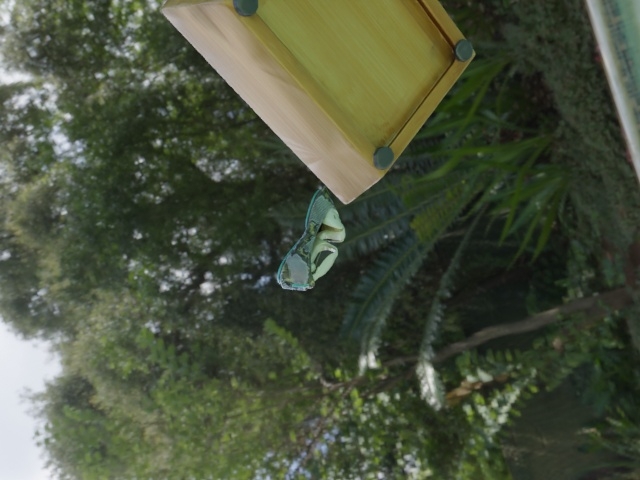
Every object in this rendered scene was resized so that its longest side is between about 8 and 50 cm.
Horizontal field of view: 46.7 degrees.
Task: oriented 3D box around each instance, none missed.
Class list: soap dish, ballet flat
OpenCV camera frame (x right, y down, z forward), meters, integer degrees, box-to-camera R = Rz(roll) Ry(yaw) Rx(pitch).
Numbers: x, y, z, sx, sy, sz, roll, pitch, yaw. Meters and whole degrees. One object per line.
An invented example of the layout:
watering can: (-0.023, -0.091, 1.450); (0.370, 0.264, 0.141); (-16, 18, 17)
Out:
soap dish: (0.017, -0.215, 0.782); (0.291, 0.118, 0.229); (45, -105, -26)
ballet flat: (0.000, 0.000, 0.644); (0.041, 0.041, 0.114); (57, -139, -33)
